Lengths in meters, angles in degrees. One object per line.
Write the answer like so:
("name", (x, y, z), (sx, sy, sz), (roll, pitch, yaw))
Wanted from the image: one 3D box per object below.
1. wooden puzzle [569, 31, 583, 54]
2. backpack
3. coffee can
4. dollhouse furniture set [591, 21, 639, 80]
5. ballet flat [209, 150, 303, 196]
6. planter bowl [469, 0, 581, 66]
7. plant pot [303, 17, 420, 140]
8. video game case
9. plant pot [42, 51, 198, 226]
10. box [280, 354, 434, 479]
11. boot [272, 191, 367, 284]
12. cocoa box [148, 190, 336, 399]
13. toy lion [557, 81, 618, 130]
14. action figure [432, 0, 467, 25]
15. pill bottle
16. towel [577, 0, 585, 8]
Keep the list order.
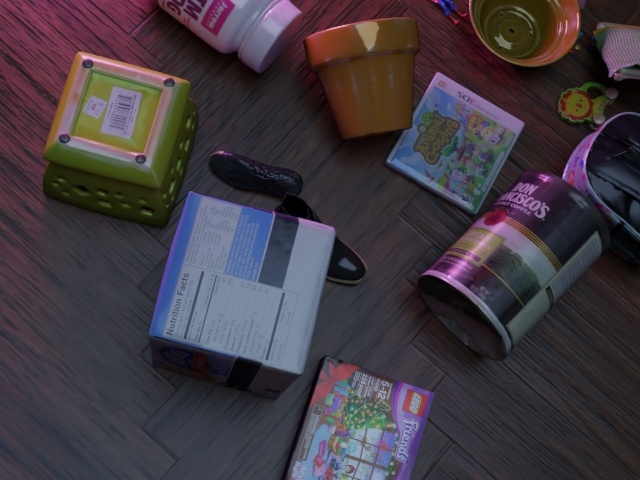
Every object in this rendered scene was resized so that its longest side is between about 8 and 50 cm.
("wooden puzzle", (0.480, -0.405, 2.028), (0.049, 0.006, 0.083), (-41, 85, -16))
("backpack", (0.564, -0.094, 1.865), (0.253, 0.191, 0.225), (38, 71, -6))
("coffee can", (0.333, 0.042, 1.789), (0.201, 0.201, 0.275), (45, 74, 4))
("dollhouse furniture set", (0.680, -0.388, 1.937), (0.301, 0.151, 0.197), (6, 32, -6))
("ballet flat", (-0.115, -0.118, 1.848), (0.173, 0.049, 0.057), (19, 118, -3))
("planter bowl", (0.374, -0.413, 1.970), (0.217, 0.090, 0.217), (2, 76, -9))
("plant pot", (0.085, -0.280, 1.847), (0.205, 0.205, 0.188), (-10, 93, -11))
("video game case", (0.250, -0.180, 1.925), (0.193, 0.023, 0.212), (30, 73, 0))
("plant pot", (-0.334, -0.177, 1.739), (0.227, 0.207, 0.228), (15, 73, -4))
("box", (0.053, 0.362, 1.736), (0.201, 0.057, 0.293), (19, 74, -4))
("boot", (0.000, 0.000, 1.781), (0.198, 0.137, 0.077), (32, 73, -1))
("cocoa box", (-0.131, 0.097, 1.625), (0.228, 0.347, 0.231), (15, 75, -4))
("toy lion", (0.505, -0.262, 1.985), (0.096, 0.034, 0.100), (29, 73, 7))
("action figure", (0.232, -0.465, 1.995), (0.038, 0.030, 0.115), (-44, 84, -11))
("pill bottle", (-0.181, -0.436, 1.852), (0.283, 0.160, 0.160), (37, 73, 2))
("towel", (0.433, -0.618, 1.959), (0.237, 0.037, 0.329), (11, 115, -7))
